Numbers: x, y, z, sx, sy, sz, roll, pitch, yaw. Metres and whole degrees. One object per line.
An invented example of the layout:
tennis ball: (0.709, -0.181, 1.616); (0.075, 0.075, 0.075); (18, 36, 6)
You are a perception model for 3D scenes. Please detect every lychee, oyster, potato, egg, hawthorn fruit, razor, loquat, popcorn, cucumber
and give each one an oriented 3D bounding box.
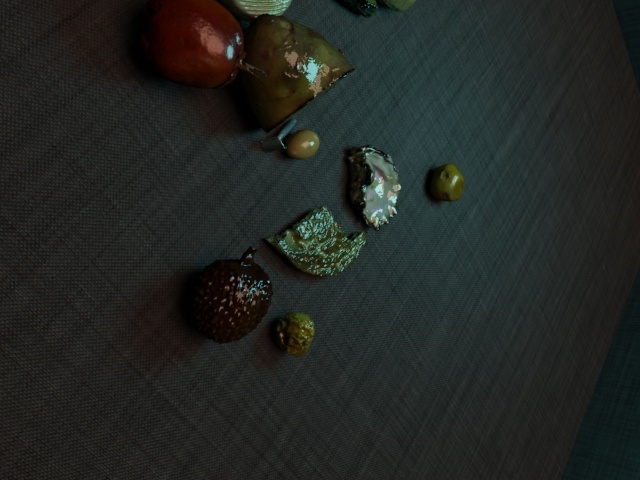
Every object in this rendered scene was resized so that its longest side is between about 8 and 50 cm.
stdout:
lychee: (-0.206, 0.124, 1.478); (0.200, 0.200, 0.238); (17, 93, -43)
oyster: (0.158, -0.167, 1.906); (0.198, 0.092, 0.260); (-49, 131, -32)
potato: (-0.090, -0.440, 1.569); (0.301, 0.289, 0.237); (-37, 99, -6)
egg: (-0.051, -0.257, 1.701); (0.096, 0.080, 0.080); (-25, 107, -45)
hawthorn fruit: (-0.252, -0.427, 1.392); (0.299, 0.211, 0.211); (20, 74, -11)
razor: (-0.098, -0.285, 1.683); (0.040, 0.068, 0.135); (62, 41, -27)
loquat: (0.436, -0.193, 2.158); (0.137, 0.113, 0.137); (7, 82, -58)
popcorn: (-0.071, 0.243, 1.664); (0.106, 0.121, 0.116); (24, 62, -6)
cucumber: (0.068, -0.716, 1.839); (0.211, 0.062, 0.078); (10, 49, -38)

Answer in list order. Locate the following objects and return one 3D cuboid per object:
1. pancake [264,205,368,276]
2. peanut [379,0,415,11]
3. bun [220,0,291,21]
pancake: (-0.004, 0.001, 1.772); (0.376, 0.054, 0.197); (8, 86, -46)
peanut: (0.194, -0.799, 1.917); (0.253, 0.122, 0.137); (24, 74, -37)
bun: (-0.169, -0.650, 1.550); (0.220, 0.134, 0.220); (-20, 128, -27)
